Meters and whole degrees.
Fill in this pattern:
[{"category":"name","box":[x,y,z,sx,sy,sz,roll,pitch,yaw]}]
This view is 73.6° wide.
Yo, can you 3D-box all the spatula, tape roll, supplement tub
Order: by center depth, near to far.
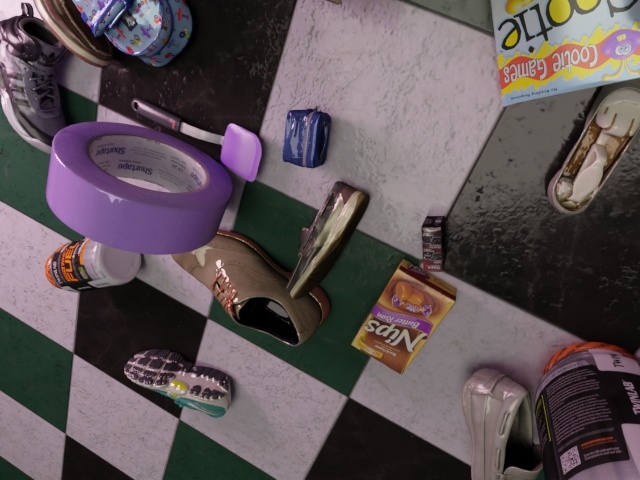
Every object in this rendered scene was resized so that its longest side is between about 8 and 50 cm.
[{"category":"supplement tub","box":[0.398,0.284,0.568,0.194,0.316,0.193,7,113,18]},{"category":"tape roll","box":[-0.293,-0.095,0.715,0.275,0.275,0.090,31,117,8]},{"category":"spatula","box":[-0.233,-0.203,0.788,0.297,0.030,0.084,26,116,11]},{"category":"supplement tub","box":[-0.505,0.052,0.944,0.191,0.117,0.116,-12,105,24]}]

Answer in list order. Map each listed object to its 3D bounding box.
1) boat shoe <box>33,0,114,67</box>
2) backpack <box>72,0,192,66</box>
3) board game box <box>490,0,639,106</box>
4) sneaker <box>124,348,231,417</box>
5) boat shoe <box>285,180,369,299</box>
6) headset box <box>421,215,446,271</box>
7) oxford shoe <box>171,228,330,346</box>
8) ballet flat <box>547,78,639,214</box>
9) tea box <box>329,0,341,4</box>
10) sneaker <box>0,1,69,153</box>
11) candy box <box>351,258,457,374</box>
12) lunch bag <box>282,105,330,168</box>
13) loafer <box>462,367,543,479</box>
[{"category":"boat shoe","box":[-0.444,-0.434,0.748,0.095,0.095,0.257,-34,95,22]},{"category":"backpack","box":[-0.306,-0.381,0.701,0.158,0.117,0.173,-25,102,28]},{"category":"board game box","box":[0.273,-0.309,0.473,0.144,0.142,0.275,-3,109,36]},{"category":"sneaker","box":[-0.339,0.344,1.005,0.275,0.107,0.109,17,124,15]},{"category":"boat shoe","box":[0.000,-0.001,0.746,0.073,0.080,0.223,38,106,20]},{"category":"headset box","box":[0.184,0.008,0.690,0.032,0.062,0.083,1,111,22]},{"category":"oxford shoe","box":[-0.153,0.079,0.809,0.348,0.130,0.123,24,117,11]},{"category":"ballet flat","box":[0.375,-0.128,0.559,0.072,0.068,0.213,25,117,12]},{"category":"tea box","box":[-0.087,-0.484,0.445,0.323,0.220,0.328,44,124,38]},{"category":"sneaker","box":[-0.542,-0.310,0.825,0.153,0.101,0.268,-18,100,29]},{"category":"candy box","box":[0.145,0.138,0.761,0.109,0.053,0.186,30,119,8]},{"category":"lunch bag","box":[-0.017,-0.169,0.697,0.065,0.067,0.098,14,113,15]},{"category":"loafer","box":[0.326,0.377,0.738,0.111,0.112,0.319,7,117,57]}]
